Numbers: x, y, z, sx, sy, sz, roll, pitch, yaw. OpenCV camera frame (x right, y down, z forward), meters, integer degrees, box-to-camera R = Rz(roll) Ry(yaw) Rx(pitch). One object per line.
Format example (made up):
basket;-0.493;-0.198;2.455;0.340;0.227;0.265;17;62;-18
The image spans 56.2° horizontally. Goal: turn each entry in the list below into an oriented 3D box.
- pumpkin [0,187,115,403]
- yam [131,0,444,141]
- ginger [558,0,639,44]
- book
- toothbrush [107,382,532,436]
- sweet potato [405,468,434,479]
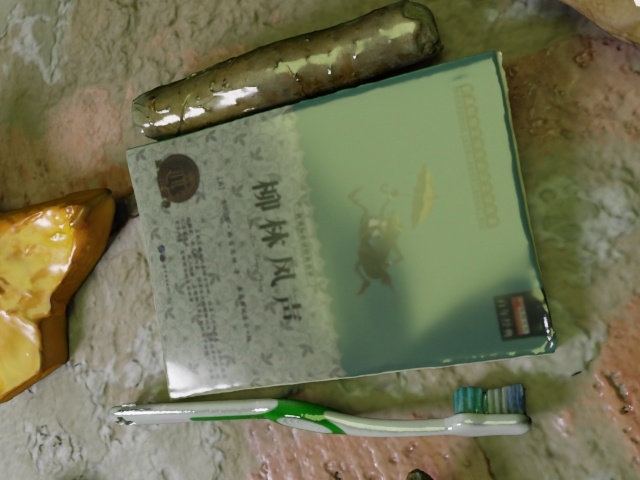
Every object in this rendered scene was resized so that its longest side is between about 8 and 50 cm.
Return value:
pumpkin;-0.376;0.049;0.656;0.290;0.095;0.258;10;91;5
yam;-0.041;-0.159;0.586;0.317;0.067;0.071;-12;42;21
ginger;0.260;-0.232;0.459;0.354;0.126;0.190;27;104;24
book;0.000;0.000;0.560;0.379;0.031;0.264;-12;88;19
toothbrush;-0.024;0.165;0.557;0.418;0.042;0.040;-8;51;19
sweet potato;0.151;0.328;0.447;0.310;0.098;0.124;40;76;21
